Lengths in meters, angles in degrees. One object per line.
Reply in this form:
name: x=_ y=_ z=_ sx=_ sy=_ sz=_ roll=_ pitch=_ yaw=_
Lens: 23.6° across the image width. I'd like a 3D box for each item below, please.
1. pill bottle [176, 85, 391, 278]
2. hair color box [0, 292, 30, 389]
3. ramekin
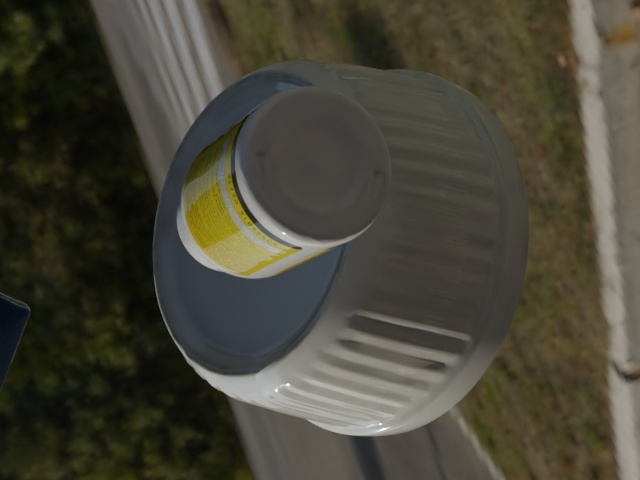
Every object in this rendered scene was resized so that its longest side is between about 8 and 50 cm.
pill bottle: x=-0.021 y=-0.019 z=0.640 sx=0.116 sy=0.065 sz=0.065 roll=-27 pitch=84 yaw=65
hair color box: x=-0.342 y=0.069 z=0.869 sx=0.347 sy=0.174 sz=0.105 roll=11 pitch=166 yaw=36
ramekin: x=0.000 y=0.000 z=0.832 sx=0.109 sy=0.207 sz=0.207 roll=12 pitch=-141 yaw=-41
